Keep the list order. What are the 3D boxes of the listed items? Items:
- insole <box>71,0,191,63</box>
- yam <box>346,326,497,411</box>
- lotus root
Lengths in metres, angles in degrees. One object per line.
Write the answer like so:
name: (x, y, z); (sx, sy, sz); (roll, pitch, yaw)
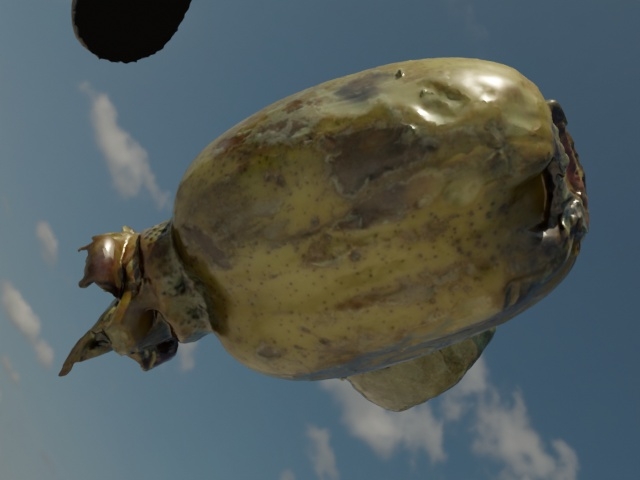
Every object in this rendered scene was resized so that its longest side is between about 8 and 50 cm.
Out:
insole: (-0.031, -0.182, 0.326); (0.005, 0.086, 0.253); (38, -74, 24)
yam: (0.031, 0.017, 0.836); (0.300, 0.195, 0.195); (44, -24, -17)
lotus root: (0.000, -0.001, 0.437); (0.154, 0.278, 0.154); (-20, 90, -84)
